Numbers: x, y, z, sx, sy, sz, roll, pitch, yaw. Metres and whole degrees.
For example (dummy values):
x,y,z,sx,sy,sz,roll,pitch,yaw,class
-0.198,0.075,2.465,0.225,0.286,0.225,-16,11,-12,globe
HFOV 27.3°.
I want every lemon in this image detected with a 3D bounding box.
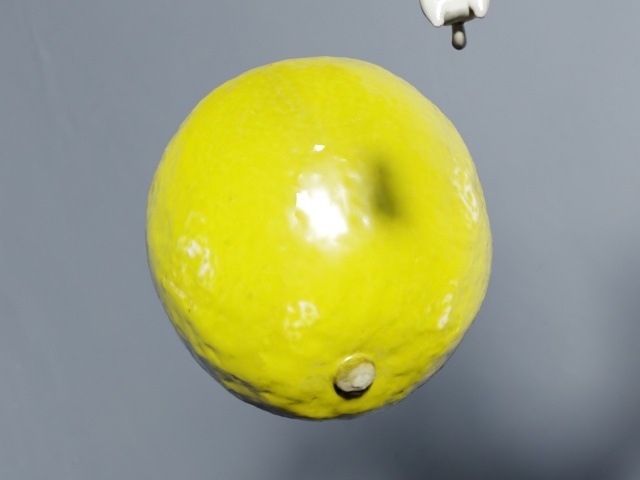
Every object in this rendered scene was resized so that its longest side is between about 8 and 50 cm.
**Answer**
x,y,z,sx,sy,sz,roll,pitch,yaw,class
0.000,0.000,1.229,0.348,0.348,0.348,9,106,32,lemon

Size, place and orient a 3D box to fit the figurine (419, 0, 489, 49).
x,y,z,sx,sy,sz,roll,pitch,yaw,class
0.079,-0.166,0.833,0.047,0.050,0.083,-6,78,0,figurine
